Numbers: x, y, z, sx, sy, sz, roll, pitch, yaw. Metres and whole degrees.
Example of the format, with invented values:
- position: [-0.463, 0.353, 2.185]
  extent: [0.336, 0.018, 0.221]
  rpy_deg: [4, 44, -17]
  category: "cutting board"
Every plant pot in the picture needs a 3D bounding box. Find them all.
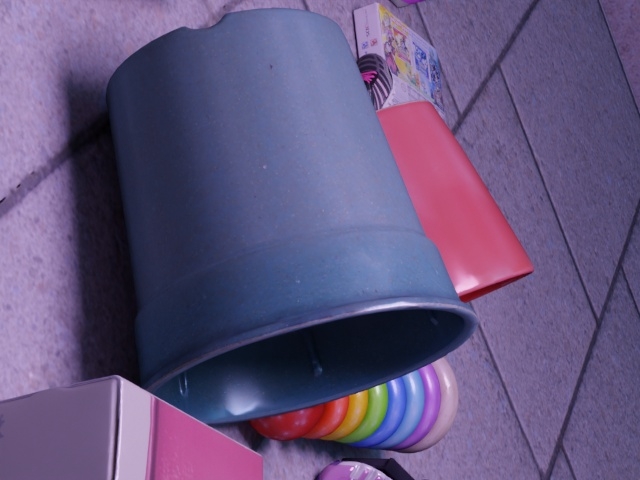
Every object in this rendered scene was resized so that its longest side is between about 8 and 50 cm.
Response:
- position: [0.089, -0.022, 2.008]
  extent: [0.275, 0.275, 0.243]
  rpy_deg: [-9, 75, -65]
  category: "plant pot"
- position: [-0.055, -0.027, 1.638]
  extent: [0.341, 0.341, 0.334]
  rpy_deg: [17, 54, -61]
  category: "plant pot"

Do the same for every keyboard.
- position: [0.104, 0.310, 2.003]
  extent: [0.180, 0.108, 0.023]
  rpy_deg: [48, 48, -44]
  category: "keyboard"

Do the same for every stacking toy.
- position: [0.022, 0.183, 1.902]
  extent: [0.330, 0.141, 0.141]
  rpy_deg: [5, 72, -56]
  category: "stacking toy"

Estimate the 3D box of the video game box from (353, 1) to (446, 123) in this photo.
- position: [0.119, -0.221, 2.391]
  extent: [0.205, 0.048, 0.187]
  rpy_deg: [27, 54, -58]
  category: "video game box"

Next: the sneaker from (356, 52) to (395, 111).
- position: [0.056, -0.199, 2.228]
  extent: [0.075, 0.063, 0.170]
  rpy_deg: [59, 34, -43]
  category: "sneaker"

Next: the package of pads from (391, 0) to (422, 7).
- position: [0.149, -0.455, 2.366]
  extent: [0.296, 0.229, 0.101]
  rpy_deg: [30, 50, -56]
  category: "package of pads"

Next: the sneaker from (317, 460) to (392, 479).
- position: [0.076, 0.338, 1.962]
  extent: [0.236, 0.104, 0.095]
  rpy_deg: [40, 84, -24]
  category: "sneaker"

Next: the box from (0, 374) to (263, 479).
- position: [-0.169, 0.222, 1.437]
  extent: [0.232, 0.149, 0.126]
  rpy_deg: [38, 45, -51]
  category: "box"
